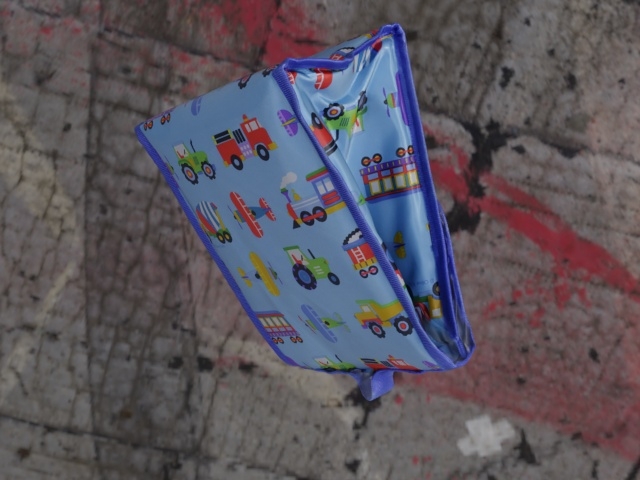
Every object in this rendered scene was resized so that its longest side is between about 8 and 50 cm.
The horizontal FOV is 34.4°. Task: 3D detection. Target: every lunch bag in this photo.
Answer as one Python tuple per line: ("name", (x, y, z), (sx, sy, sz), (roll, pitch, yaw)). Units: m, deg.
("lunch bag", (0.000, 0.000, 0.863), (0.221, 0.138, 0.293), (-10, 103, 52))
